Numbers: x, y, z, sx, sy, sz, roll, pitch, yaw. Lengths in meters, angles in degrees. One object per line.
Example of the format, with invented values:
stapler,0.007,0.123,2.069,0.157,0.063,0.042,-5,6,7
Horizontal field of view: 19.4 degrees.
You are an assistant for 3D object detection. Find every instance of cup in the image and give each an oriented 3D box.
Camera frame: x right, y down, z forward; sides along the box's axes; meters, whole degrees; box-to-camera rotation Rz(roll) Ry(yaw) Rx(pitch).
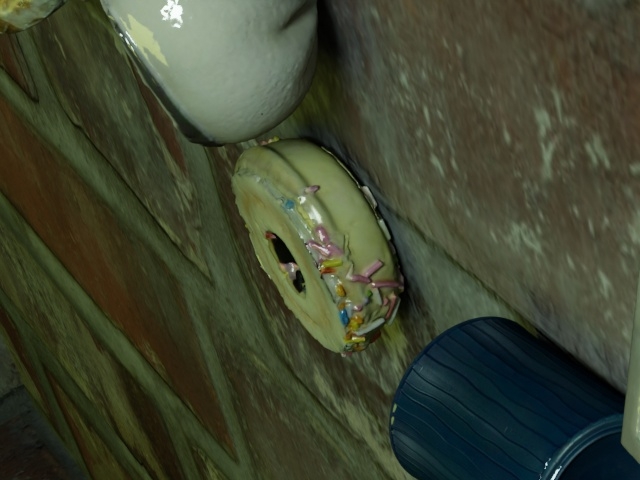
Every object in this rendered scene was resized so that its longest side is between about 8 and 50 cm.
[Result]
cup,0.140,0.123,1.110,0.138,0.150,0.113,34,115,53

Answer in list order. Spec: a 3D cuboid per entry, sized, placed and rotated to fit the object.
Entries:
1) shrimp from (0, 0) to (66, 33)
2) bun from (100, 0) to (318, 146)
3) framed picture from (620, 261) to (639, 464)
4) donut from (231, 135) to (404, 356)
shrimp,-0.261,-0.327,1.357,0.233,0.071,0.365,16,120,33
bun,-0.061,-0.151,1.177,0.173,0.120,0.173,58,-169,-18
framed picture,0.188,0.016,0.724,0.211,0.020,0.289,-130,35,-53
donut,0.000,0.000,1.346,0.174,0.068,0.174,53,165,21
